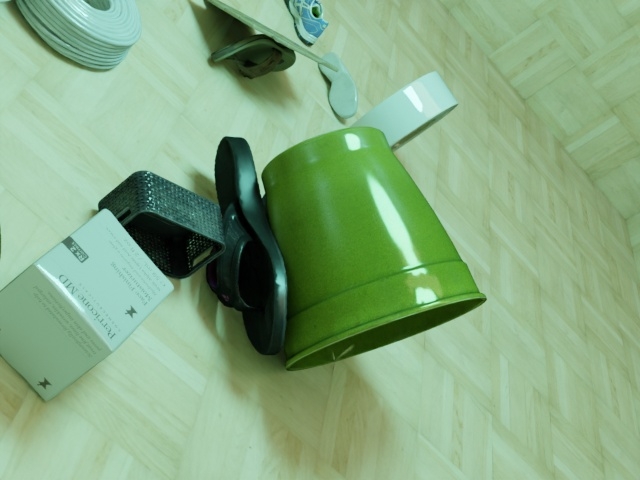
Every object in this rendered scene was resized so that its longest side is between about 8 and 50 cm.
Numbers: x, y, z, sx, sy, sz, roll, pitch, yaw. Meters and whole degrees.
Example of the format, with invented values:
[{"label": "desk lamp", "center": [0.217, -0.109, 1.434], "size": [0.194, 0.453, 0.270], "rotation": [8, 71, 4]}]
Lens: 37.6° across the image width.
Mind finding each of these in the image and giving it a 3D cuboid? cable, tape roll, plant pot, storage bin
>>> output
[{"label": "cable", "center": [-0.434, -0.435, 1.694], "size": [0.257, 0.089, 0.257], "rotation": [33, 36, -36]}, {"label": "tape roll", "center": [0.196, -0.295, 2.311], "size": [0.100, 0.286, 0.286], "rotation": [56, 28, 2]}, {"label": "plant pot", "center": [0.058, 0.003, 1.661], "size": [0.366, 0.366, 0.353], "rotation": [1, 66, -56]}, {"label": "storage bin", "center": [-0.254, -0.022, 1.507], "size": [0.180, 0.122, 0.084], "rotation": [26, 40, -43]}]

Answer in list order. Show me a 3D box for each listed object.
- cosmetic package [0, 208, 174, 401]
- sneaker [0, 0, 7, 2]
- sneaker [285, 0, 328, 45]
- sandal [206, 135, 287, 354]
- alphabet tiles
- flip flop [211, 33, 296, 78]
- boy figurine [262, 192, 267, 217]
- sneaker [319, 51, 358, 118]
[{"label": "cosmetic package", "center": [-0.326, 0.083, 1.256], "size": [0.151, 0.151, 0.184], "rotation": [50, 29, -9]}, {"label": "sneaker", "center": [-0.520, -0.444, 1.431], "size": [0.114, 0.152, 0.305], "rotation": [54, 27, 1]}, {"label": "sneaker", "center": [-0.035, -0.618, 2.504], "size": [0.080, 0.081, 0.211], "rotation": [12, 49, -50]}, {"label": "sandal", "center": [-0.152, 0.011, 1.634], "size": [0.107, 0.167, 0.446], "rotation": [-1, 52, -22]}, {"label": "alphabet tiles", "center": [-0.117, -0.471, 2.121], "size": [0.285, 0.011, 0.342], "rotation": [16, 17, -48]}, {"label": "flip flop", "center": [-0.138, -0.401, 2.116], "size": [0.277, 0.112, 0.080], "rotation": [-3, 77, -64]}, {"label": "boy figurine", "center": [0.000, 0.000, 1.874], "size": [0.285, 0.092, 0.177], "rotation": [35, 72, -33]}, {"label": "sneaker", "center": [0.066, -0.391, 2.437], "size": [0.094, 0.080, 0.212], "rotation": [38, 30, -51]}]
